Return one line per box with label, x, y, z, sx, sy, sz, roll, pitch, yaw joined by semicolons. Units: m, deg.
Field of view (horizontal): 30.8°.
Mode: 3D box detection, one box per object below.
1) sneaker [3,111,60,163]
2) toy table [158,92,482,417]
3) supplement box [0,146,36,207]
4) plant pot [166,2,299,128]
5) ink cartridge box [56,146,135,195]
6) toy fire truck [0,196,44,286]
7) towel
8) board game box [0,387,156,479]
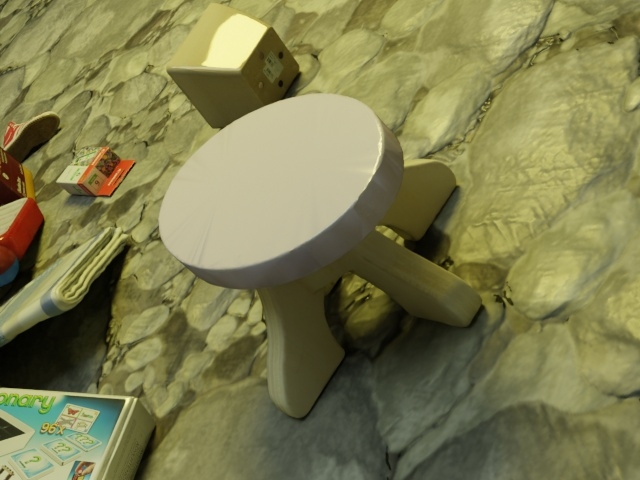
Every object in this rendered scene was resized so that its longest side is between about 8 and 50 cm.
sneaker;-0.443;-0.168;1.771;0.118;0.042;0.067;-37;35;17
toy table;0.000;0.000;0.940;0.252;0.161;0.274;-50;31;-7
supplement box;-0.535;-0.068;1.615;0.191;0.194;0.129;-41;32;7
plant pot;-0.091;-0.198;1.340;0.096;0.109;0.109;12;61;40
ink cartridge box;-0.294;-0.091;1.516;0.115;0.029;0.063;6;57;53
toy fire truck;-0.483;0.042;1.438;0.254;0.169;0.302;-23;18;5
towel;-0.352;0.095;1.306;0.285;0.034;0.209;-33;12;19
board game box;-0.321;0.226;1.061;0.305;0.053;0.193;1;50;23
